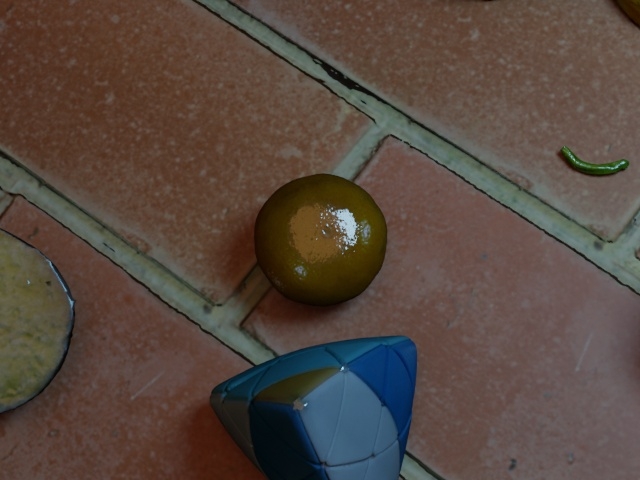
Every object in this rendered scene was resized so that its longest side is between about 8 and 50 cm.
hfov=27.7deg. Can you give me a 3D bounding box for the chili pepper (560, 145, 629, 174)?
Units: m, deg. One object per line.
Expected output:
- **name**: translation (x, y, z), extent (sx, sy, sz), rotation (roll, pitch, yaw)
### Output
- **chili pepper**: translation (0.328, -0.094, 1.555), extent (0.083, 0.017, 0.030), rotation (7, 72, 6)

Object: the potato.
- **potato**: translation (-0.437, 0.093, 1.538), extent (0.299, 0.116, 0.239), rotation (14, 80, -1)

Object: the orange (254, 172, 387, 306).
- **orange**: translation (0.000, 0.000, 1.510), extent (0.156, 0.124, 0.156), rotation (1, 83, -7)

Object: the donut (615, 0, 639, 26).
- **donut**: translation (0.425, -0.330, 1.588), extent (0.152, 0.058, 0.152), rotation (-5, 73, 17)

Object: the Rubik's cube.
- **Rubik's cube**: translation (-0.032, 0.180, 1.405), extent (0.254, 0.254, 0.254), rotation (-2, 72, 6)
